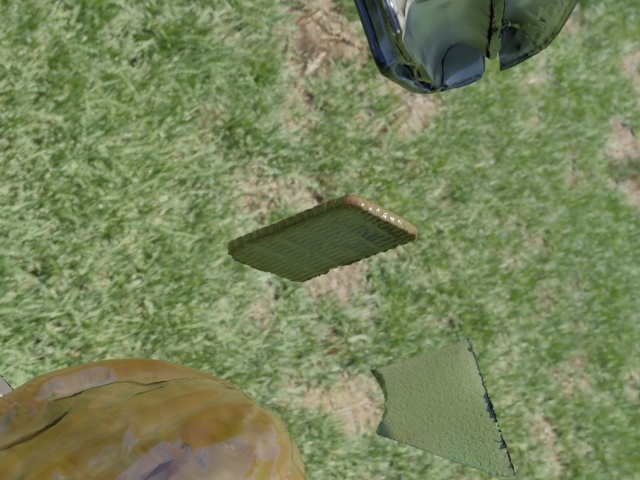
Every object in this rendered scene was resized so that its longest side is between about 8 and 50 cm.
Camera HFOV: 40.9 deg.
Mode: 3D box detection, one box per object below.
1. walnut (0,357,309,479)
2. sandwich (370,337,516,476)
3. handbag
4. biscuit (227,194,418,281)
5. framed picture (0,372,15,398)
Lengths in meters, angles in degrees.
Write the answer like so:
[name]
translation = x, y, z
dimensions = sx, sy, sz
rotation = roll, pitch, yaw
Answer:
[walnut]
translation = -0.126, 0.184, 0.516
dimensions = 0.261, 0.225, 0.225
rotation = -36, 100, -32
[sandwich]
translation = 0.202, 0.319, 1.508
dimensions = 0.063, 0.212, 0.244
rotation = 43, 29, -71
[handbag]
translation = 0.057, -0.305, 0.636
dimensions = 0.237, 0.160, 0.358
rotation = 8, 62, -78
[biscuit]
translation = 0.000, 0.000, 1.281
dimensions = 0.172, 0.255, 0.029
rotation = 24, 54, -45
[framed picture]
translation = -0.335, 0.231, 0.741
dimensions = 0.247, 0.335, 0.022
rotation = 51, 29, -6
